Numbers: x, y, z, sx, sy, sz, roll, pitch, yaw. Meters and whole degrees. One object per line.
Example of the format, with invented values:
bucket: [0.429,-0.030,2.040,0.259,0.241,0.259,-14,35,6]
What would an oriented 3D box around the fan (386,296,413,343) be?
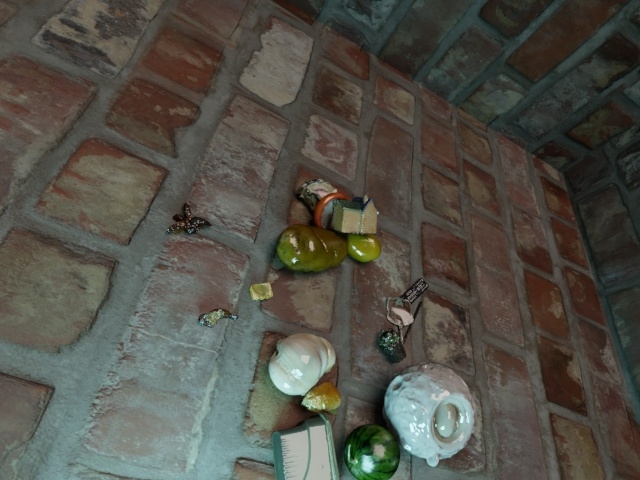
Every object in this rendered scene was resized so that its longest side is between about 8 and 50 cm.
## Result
fan: [0.359,0.358,1.890,0.131,0.009,0.220,8,60,-12]

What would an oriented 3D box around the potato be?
potato: [-0.031,0.033,1.773,0.368,0.177,0.195,2,27,-39]

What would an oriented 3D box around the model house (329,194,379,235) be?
model house: [0.144,-0.121,1.849,0.182,0.166,0.173,0,103,-30]

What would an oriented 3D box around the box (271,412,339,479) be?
box: [-0.050,0.708,1.342,0.178,0.138,0.275,3,60,-26]

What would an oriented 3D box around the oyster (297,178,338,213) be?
oyster: [0.009,-0.189,1.977,0.259,0.092,0.198,28,51,-38]

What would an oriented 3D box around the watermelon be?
watermelon: [0.168,0.729,1.427,0.214,0.188,0.188,2,60,-48]

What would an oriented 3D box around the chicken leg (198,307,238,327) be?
chicken leg: [-0.359,0.269,1.482,0.144,0.037,0.062,-12,91,-37]

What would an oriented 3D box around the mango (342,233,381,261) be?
mango: [0.188,0.022,1.933,0.195,0.137,0.098,32,6,-7]

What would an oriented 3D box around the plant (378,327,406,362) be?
plant: [0.298,0.441,1.767,0.092,0.094,0.143,-28,90,-26]

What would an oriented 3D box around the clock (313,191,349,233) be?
clock: [0.056,-0.119,1.913,0.205,0.206,0.051,-7,22,-36]

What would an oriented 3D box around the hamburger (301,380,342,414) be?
hamburger: [0.023,0.553,1.468,0.102,0.087,0.176,27,10,30]

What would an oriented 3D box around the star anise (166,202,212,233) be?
star anise: [-0.481,-0.085,1.559,0.140,0.144,0.158,31,50,-2]

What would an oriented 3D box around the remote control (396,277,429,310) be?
remote control: [0.444,0.256,2.017,0.245,0.025,0.063,-31,80,-41]

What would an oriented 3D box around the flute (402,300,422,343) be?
flute: [0.426,0.373,1.938,0.014,0.014,0.270,41,49,-4]

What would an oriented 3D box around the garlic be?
garlic: [-0.068,0.411,1.484,0.203,0.185,0.281,42,46,18]

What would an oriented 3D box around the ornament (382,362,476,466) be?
ornament: [0.392,0.623,1.559,0.336,0.337,0.338,16,54,-24]

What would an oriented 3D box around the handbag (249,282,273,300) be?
handbag: [-0.230,0.198,1.616,0.083,0.027,0.061,-6,65,-33]
